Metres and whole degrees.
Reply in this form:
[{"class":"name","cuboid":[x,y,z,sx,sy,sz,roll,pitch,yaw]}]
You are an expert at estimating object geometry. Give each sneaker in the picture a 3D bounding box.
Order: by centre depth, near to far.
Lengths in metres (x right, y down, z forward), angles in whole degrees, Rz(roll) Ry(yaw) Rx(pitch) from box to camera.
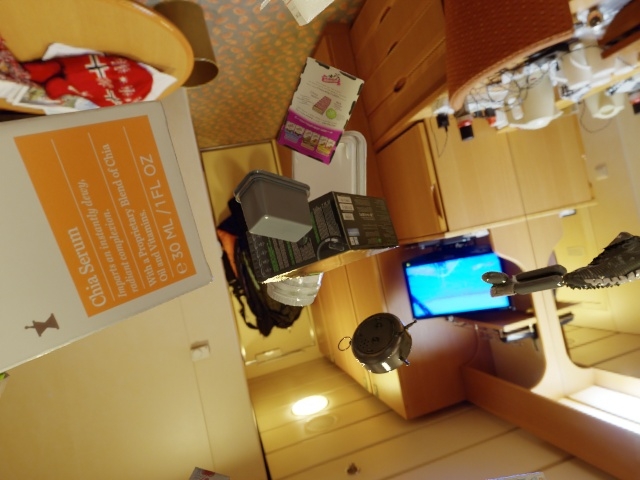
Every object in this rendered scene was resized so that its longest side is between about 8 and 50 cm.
[{"class":"sneaker","cuboid":[0.606,0.039,0.821,0.234,0.106,0.078,-11,167,3]}]

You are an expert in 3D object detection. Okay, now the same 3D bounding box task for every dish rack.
[{"class":"dish rack","cuboid":[0.015,-0.205,1.390,0.285,0.333,0.072,2,-173,26]}]

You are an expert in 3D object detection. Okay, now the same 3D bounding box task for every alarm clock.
[{"class":"alarm clock","cuboid":[0.115,0.224,0.890,0.192,0.064,0.129,-17,-143,37]}]

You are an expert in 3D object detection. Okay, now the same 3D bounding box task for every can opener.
[{"class":"can opener","cuboid":[0.631,0.129,1.268,0.093,0.074,0.280,30,156,-16]}]

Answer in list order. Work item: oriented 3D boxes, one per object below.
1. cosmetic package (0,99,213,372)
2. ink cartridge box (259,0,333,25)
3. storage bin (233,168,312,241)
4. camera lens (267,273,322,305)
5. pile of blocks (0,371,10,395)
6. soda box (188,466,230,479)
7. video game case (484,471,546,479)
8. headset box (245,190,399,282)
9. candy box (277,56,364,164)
[{"class":"cosmetic package","cuboid":[-0.370,0.013,0.407,0.453,0.230,0.161,-24,-158,-32]},{"class":"ink cartridge box","cuboid":[0.000,-0.403,0.626,0.198,0.067,0.115,-36,-155,9]},{"class":"storage bin","cuboid":[-0.082,-0.051,0.722,0.135,0.091,0.098,14,139,-39]},{"class":"camera lens","cuboid":[-0.093,0.098,1.626,0.219,0.274,0.219,13,-166,-3]},{"class":"pile of blocks","cuboid":[-0.811,0.264,0.910,0.149,0.112,0.362,-48,170,-50]},{"class":"soda box","cuboid":[-0.261,0.654,0.939,0.092,0.263,0.083,9,-151,10]},{"class":"video game case","cuboid":[0.543,0.744,1.085,0.201,0.184,0.023,-4,151,-7]},{"class":"headset box","cuboid":[0.000,0.000,0.963,0.283,0.131,0.246,-21,169,32]},{"class":"candy box","cuboid":[-0.001,-0.343,1.077,0.159,0.233,0.071,23,-158,-5]}]
